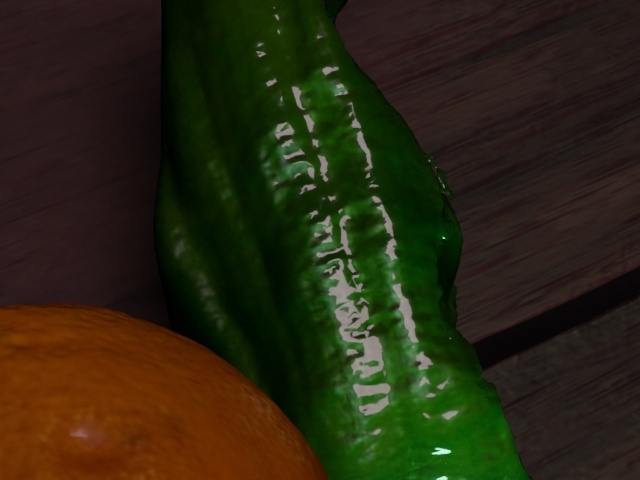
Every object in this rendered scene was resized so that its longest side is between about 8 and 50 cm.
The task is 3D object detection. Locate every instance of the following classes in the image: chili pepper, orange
[{"bbox_3d":[-0.010,0.003,1.028,0.168,0.213,0.384,-12,76,-9],"label":"chili pepper"},{"bbox_3d":[-0.137,0.177,0.848,0.312,0.312,0.312,7,65,-14],"label":"orange"}]
